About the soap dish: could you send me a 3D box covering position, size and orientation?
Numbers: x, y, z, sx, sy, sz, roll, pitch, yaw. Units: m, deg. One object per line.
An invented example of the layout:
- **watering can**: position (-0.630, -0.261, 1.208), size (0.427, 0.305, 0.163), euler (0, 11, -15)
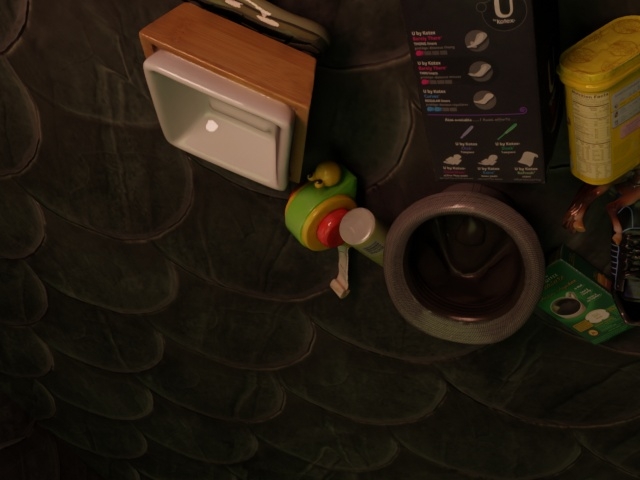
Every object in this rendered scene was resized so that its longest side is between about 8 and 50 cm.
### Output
- **soap dish**: position (-0.117, -0.192, 1.041), size (0.229, 0.118, 0.291), euler (24, 166, 2)

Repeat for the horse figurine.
- **horse figurine**: position (0.434, -0.069, 0.954), size (0.263, 0.174, 0.066), euler (-2, 138, 47)

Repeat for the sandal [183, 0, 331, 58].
- **sandal**: position (-0.117, -0.337, 0.978), size (0.303, 0.086, 0.120), euler (25, -176, -4)

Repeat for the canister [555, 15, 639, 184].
- **canister**: position (0.354, -0.164, 0.900), size (0.073, 0.126, 0.169), euler (45, 163, 46)

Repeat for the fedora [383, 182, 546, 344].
- **fedora**: position (0.227, 0.019, 1.158), size (0.244, 0.124, 0.275), euler (6, 128, 18)

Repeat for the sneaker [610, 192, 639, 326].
- **sneaker**: position (0.461, 0.027, 1.075), size (0.082, 0.090, 0.232), euler (1, 135, 26)

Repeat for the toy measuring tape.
- **toy measuring tape**: position (0.000, 0.000, 1.252), size (0.122, 0.121, 0.330), euler (14, 139, 13)

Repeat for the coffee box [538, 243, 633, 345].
- **coffee box**: position (0.419, 0.090, 1.205), size (0.184, 0.040, 0.113), euler (33, 139, -10)

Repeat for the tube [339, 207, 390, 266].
- **tube**: position (0.110, 0.015, 1.226), size (0.070, 0.062, 0.240), euler (46, -173, 35)

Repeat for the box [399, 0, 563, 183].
- **box**: position (0.201, -0.218, 0.880), size (0.144, 0.165, 0.270), euler (3, 136, 25)
